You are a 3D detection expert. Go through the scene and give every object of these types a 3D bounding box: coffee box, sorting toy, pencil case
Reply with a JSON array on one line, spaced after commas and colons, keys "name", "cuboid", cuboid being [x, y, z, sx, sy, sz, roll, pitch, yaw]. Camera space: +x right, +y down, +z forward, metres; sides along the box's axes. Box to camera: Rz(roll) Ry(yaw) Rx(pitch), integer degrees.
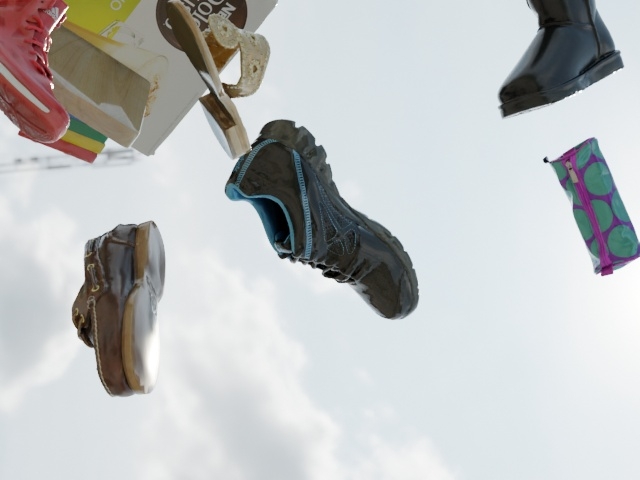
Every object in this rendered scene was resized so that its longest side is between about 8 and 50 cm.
[{"name": "coffee box", "cuboid": [-0.303, -0.407, 1.981, 0.337, 0.334, 0.338, -47, -151, 21]}, {"name": "sorting toy", "cuboid": [-0.344, -0.196, 1.538, 0.089, 0.255, 0.257, -54, -165, 14]}, {"name": "pencil case", "cuboid": [0.314, -0.038, 1.446, 0.064, 0.070, 0.151, -23, -90, 34]}]

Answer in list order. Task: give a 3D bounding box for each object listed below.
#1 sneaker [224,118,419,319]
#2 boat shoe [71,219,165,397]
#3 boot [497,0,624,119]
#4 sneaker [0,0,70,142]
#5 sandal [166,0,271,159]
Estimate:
[{"name": "sneaker", "cuboid": [0.000, 0.000, 1.747, 0.341, 0.139, 0.125, 49, -33, -15]}, {"name": "boat shoe", "cuboid": [-0.173, 0.060, 1.067, 0.207, 0.073, 0.073, -96, 173, -57]}, {"name": "boot", "cuboid": [0.263, -0.272, 1.533, 0.094, 0.246, 0.207, -16, -80, 46]}, {"name": "sneaker", "cuboid": [-0.293, -0.200, 1.281, 0.221, 0.128, 0.087, 44, -21, 23]}, {"name": "sandal", "cuboid": [-0.087, -0.177, 1.267, 0.088, 0.079, 0.240, 53, -12, 29]}]
